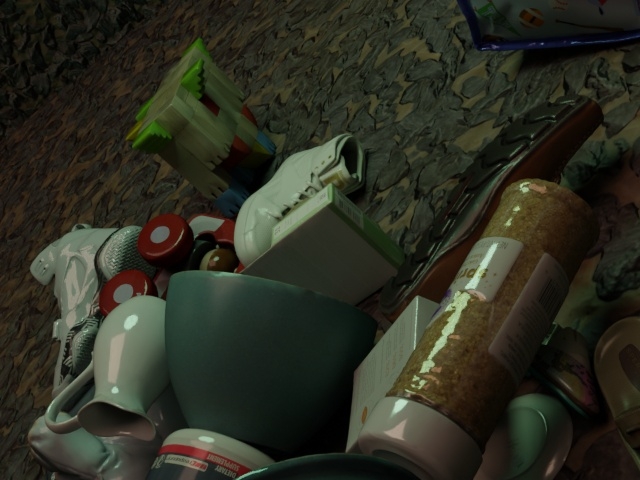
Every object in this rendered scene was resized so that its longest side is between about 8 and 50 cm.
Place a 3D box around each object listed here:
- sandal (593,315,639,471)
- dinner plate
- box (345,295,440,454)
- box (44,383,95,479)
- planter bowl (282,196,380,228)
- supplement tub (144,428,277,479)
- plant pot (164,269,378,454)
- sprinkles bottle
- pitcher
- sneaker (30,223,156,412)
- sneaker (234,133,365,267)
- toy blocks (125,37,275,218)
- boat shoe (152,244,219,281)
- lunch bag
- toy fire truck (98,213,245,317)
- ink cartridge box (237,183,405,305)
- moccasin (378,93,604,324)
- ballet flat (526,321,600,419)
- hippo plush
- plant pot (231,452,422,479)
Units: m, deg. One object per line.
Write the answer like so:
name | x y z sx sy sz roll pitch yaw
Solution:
sandal | 0.330 0.166 1.044 0.120 0.086 0.302 -44 28 10
dinner plate | 0.217 0.228 1.204 0.141 0.017 0.141 -34 32 26
box | 0.111 0.174 1.281 0.130 0.091 0.170 -82 19 -45
box | -0.386 0.329 1.887 0.232 0.059 0.183 -46 27 3
planter bowl | 0.000 0.000 1.699 0.162 0.109 0.162 -34 32 25
supplement tub | -0.160 0.391 1.345 0.191 0.191 0.272 -13 44 48
plant pot | -0.083 0.177 1.450 0.290 0.290 0.195 -8 65 51
sprinkles bottle | 0.175 0.098 1.148 0.121 0.121 0.355 -5 44 53
pitcher | -0.288 0.182 1.523 0.178 0.125 0.207 -6 43 18
sneaker | -0.455 0.134 2.048 0.210 0.137 0.365 12 77 36
sneaker | -0.026 -0.075 1.810 0.169 0.108 0.292 -22 29 42
toy blocks | -0.205 -0.209 2.121 0.191 0.261 0.381 -38 22 23
boat shoe | -0.330 0.055 2.111 0.335 0.095 0.112 -35 31 24
lunch bag | 0.414 -0.464 1.577 0.386 0.239 0.327 8 59 39
toy fire truck | -0.207 0.097 1.853 0.254 0.169 0.302 14 61 30
ink cartridge box | -0.016 0.045 1.597 0.235 0.171 0.056 -36 30 23
moccasin | 0.237 -0.019 1.375 0.380 0.147 0.139 -55 14 -4
ballet flat | 0.253 0.128 1.221 0.079 0.077 0.221 -48 23 -7
hippo plush | -0.274 0.281 1.602 0.236 0.234 0.294 -49 7 -25
plant pot | 0.027 0.420 0.932 0.341 0.341 0.334 -45 35 6
